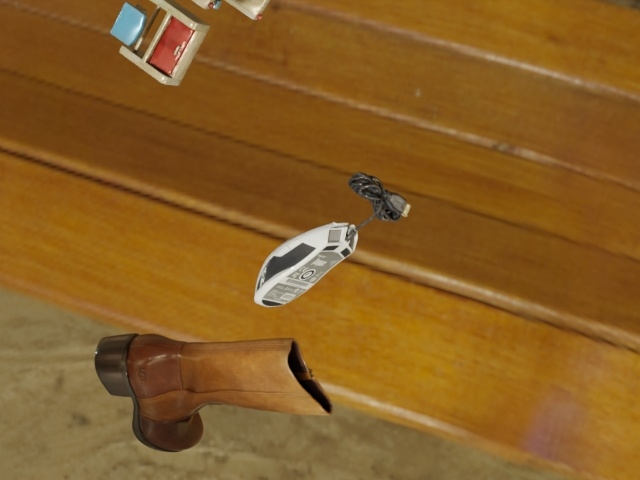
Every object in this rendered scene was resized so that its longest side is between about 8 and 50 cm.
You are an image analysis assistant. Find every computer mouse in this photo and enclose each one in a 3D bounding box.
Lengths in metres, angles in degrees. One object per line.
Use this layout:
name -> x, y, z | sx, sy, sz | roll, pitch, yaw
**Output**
computer mouse -> 0.000, 0.000, 1.210 | 0.193, 0.106, 0.042 | -38, 65, 18

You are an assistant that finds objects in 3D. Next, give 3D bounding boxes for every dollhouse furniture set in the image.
dollhouse furniture set -> -0.157, -0.261, 1.324 | 0.129, 0.184, 0.129 | 36, 18, 17

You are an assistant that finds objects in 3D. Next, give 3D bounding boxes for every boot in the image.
boot -> -0.117, 0.200, 1.527 | 0.280, 0.264, 0.096 | -2, 46, 19
